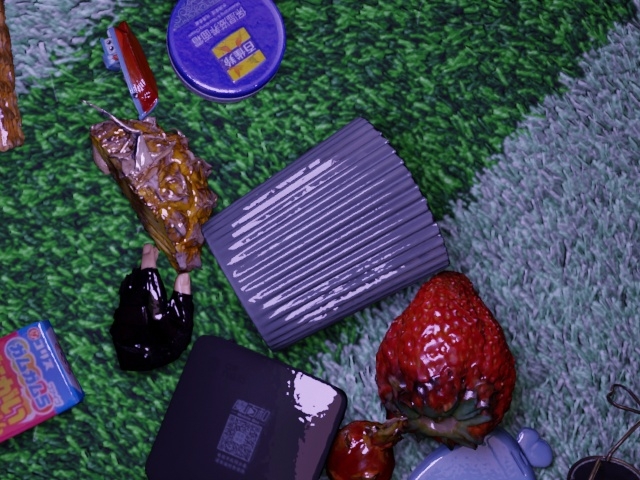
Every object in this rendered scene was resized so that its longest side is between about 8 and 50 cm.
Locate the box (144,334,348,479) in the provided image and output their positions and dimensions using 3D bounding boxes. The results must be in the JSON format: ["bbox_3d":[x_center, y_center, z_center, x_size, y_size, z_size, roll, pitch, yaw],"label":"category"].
[{"bbox_3d":[-0.125,0.332,1.632,0.289,0.073,0.289,20,84,15],"label":"box"}]

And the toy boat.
[{"bbox_3d":[-0.334,-0.295,1.687,0.058,0.069,0.173,-24,88,13],"label":"toy boat"}]

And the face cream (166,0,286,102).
[{"bbox_3d":[-0.167,-0.347,1.691,0.205,0.111,0.206,0,87,-8],"label":"face cream"}]

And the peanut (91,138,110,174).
[{"bbox_3d":[-0.382,-0.156,1.687,0.037,0.037,0.083,-13,94,-9],"label":"peanut"}]

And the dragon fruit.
[{"bbox_3d":[0.086,0.352,1.624,0.125,0.246,0.125,25,49,-11],"label":"dragon fruit"}]

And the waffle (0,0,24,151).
[{"bbox_3d":[-0.556,-0.297,1.560,0.091,0.213,0.308,-7,99,-8],"label":"waffle"}]

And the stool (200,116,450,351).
[{"bbox_3d":[0.000,0.000,1.609,0.330,0.297,0.297,-30,91,-4],"label":"stool"}]

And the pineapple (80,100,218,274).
[{"bbox_3d":[-0.256,-0.107,1.631,0.161,0.158,0.335,-31,94,-12],"label":"pineapple"}]

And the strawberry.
[{"bbox_3d":[0.221,0.194,1.653,0.238,0.250,0.288,25,51,-16],"label":"strawberry"}]

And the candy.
[{"bbox_3d":[-0.565,0.266,1.600,0.305,0.100,0.157,-25,89,-10],"label":"candy"}]

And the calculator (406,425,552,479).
[{"bbox_3d":[0.282,0.439,1.733,0.302,0.042,0.188,-31,90,-6],"label":"calculator"}]

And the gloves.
[{"bbox_3d":[-0.290,0.108,1.634,0.164,0.124,0.204,-8,103,16],"label":"gloves"}]

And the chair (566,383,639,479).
[{"bbox_3d":[0.522,0.435,1.721,0.159,0.170,0.326,31,41,6],"label":"chair"}]
